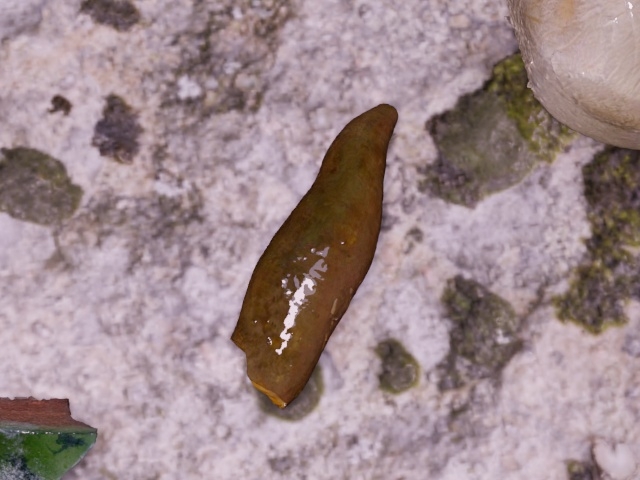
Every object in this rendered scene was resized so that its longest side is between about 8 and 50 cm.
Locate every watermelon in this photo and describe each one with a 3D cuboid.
[{"bbox_3d":[-0.236,0.149,1.205,0.155,0.080,0.101,9,110,-8],"label":"watermelon"}]

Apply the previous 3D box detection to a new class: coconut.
[{"bbox_3d":[0.252,-0.191,1.247,0.245,0.247,0.245,1,77,-6],"label":"coconut"}]

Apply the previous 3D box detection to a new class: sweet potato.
[{"bbox_3d":[0.000,0.000,1.256,0.077,0.077,0.244,23,76,-1],"label":"sweet potato"}]
